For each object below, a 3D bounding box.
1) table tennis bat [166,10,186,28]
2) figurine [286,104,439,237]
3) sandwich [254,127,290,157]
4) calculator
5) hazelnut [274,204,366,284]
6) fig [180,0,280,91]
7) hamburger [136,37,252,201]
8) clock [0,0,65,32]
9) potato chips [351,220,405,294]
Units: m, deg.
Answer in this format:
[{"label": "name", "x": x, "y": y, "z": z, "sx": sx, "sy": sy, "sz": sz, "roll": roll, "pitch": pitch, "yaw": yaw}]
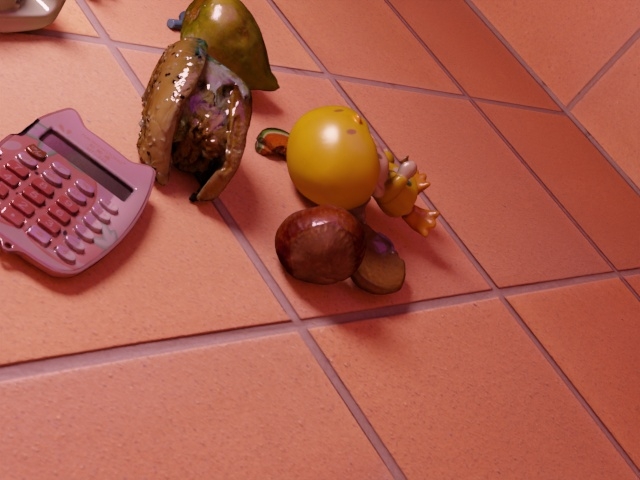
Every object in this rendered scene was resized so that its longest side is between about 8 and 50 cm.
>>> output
[{"label": "table tennis bat", "x": -0.264, "y": -0.449, "z": 2.056, "sx": 0.100, "sy": 0.019, "sz": 0.155, "roll": 51, "pitch": 29, "yaw": 17}, {"label": "figurine", "x": 0.087, "y": -0.127, "z": 1.879, "sx": 0.343, "sy": 0.187, "sz": 0.215, "roll": 27, "pitch": 22, "yaw": -39}, {"label": "sandwich", "x": -0.075, "y": -0.184, "z": 1.910, "sx": 0.135, "sy": 0.029, "sz": 0.067, "roll": 16, "pitch": 43, "yaw": -39}, {"label": "calculator", "x": -0.370, "y": -0.066, "z": 1.390, "sx": 0.220, "sy": 0.048, "sz": 0.330, "roll": 38, "pitch": 32, "yaw": -7}, {"label": "hazelnut", "x": 0.000, "y": 0.000, "z": 1.638, "sx": 0.154, "sy": 0.143, "sz": 0.143, "roll": -4, "pitch": 38, "yaw": 1}, {"label": "fig", "x": -0.188, "y": -0.375, "z": 1.935, "sx": 0.167, "sy": 0.167, "sz": 0.234, "roll": -73, "pitch": 148, "yaw": -59}, {"label": "hamburger", "x": -0.210, "y": -0.219, "z": 1.653, "sx": 0.167, "sy": 0.192, "sz": 0.288, "roll": 18, "pitch": 35, "yaw": -19}, {"label": "clock", "x": -0.586, "y": -0.455, "z": 1.588, "sx": 0.265, "sy": 0.109, "sz": 0.324, "roll": 46, "pitch": 30, "yaw": 7}, {"label": "potato chips", "x": 0.087, "y": 0.037, "z": 1.781, "sx": 0.150, "sy": 0.049, "sz": 0.202, "roll": 43, "pitch": 29, "yaw": -13}]
